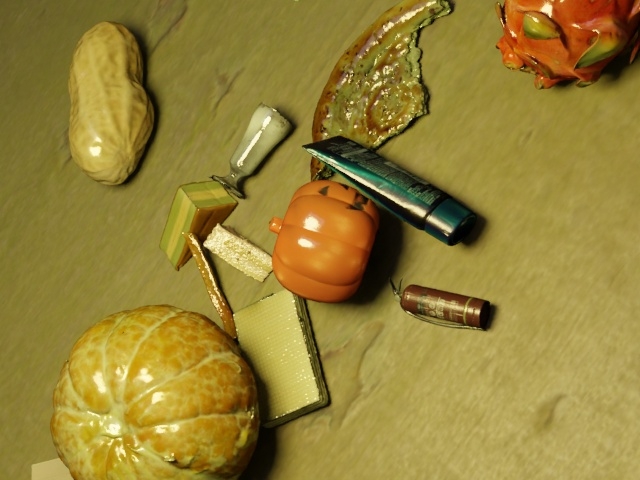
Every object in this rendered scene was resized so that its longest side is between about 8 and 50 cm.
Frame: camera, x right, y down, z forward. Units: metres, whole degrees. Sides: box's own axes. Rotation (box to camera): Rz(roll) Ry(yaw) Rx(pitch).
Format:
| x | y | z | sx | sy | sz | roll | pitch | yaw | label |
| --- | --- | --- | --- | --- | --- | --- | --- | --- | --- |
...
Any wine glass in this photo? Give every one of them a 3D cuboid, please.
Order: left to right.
| x | y | z | sx | sy | sz | roll | pitch | yaw | label |
| --- | --- | --- | --- | --- | --- | --- | --- | --- | --- |
| -0.116 | -0.149 | 2.011 | 0.072 | 0.072 | 0.155 | 35 | 91 | 34 | wine glass |

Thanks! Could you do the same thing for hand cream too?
| x | y | z | sx | sy | sz | roll | pitch | yaw | label |
| --- | --- | --- | --- | --- | --- | --- | --- | --- | --- |
| 0.106 | -0.086 | 1.815 | 0.270 | 0.120 | 0.061 | 35 | 119 | 20 | hand cream |

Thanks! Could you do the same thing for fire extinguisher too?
| x | y | z | sx | sy | sz | roll | pitch | yaw | label |
| --- | --- | --- | --- | --- | --- | --- | --- | --- | --- |
| 0.172 | 0.094 | 1.775 | 0.158 | 0.043 | 0.064 | 11 | 121 | 33 | fire extinguisher |

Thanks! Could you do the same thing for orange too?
| x | y | z | sx | sy | sz | roll | pitch | yaw | label |
| --- | --- | --- | --- | --- | --- | --- | --- | --- | --- |
| -0.250 | 0.257 | 1.817 | 0.329 | 0.249 | 0.329 | 1 | 94 | 19 | orange |

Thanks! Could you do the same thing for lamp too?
| x | y | z | sx | sy | sz | roll | pitch | yaw | label |
| --- | --- | --- | --- | --- | --- | --- | --- | --- | --- |
| 0.000 | 0.000 | 1.815 | 0.164 | 0.187 | 0.187 | 20 | 82 | 3 | lamp |

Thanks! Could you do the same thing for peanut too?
| x | y | z | sx | sy | sz | roll | pitch | yaw | label |
| --- | --- | --- | --- | --- | --- | --- | --- | --- | --- |
| -0.375 | -0.252 | 2.157 | 0.152 | 0.152 | 0.313 | -19 | 61 | 23 | peanut |

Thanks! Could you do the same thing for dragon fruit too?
| x | y | z | sx | sy | sz | roll | pitch | yaw | label |
| --- | --- | --- | --- | --- | --- | --- | --- | --- | --- |
| 0.357 | -0.325 | 1.717 | 0.224 | 0.227 | 0.224 | 3 | 56 | -5 | dragon fruit |

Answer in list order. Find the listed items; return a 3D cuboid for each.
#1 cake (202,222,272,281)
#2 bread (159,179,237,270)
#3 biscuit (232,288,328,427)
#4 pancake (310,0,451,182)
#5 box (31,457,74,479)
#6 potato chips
| x | y | z | sx | sy | sz | roll | pitch | yaw | label |
| --- | --- | --- | --- | --- | --- | --- | --- | --- | --- |
| -0.130 | 0.022 | 1.970 | 0.121 | 0.065 | 0.052 | 35 | 95 | 27 | cake |
| -0.211 | -0.025 | 2.058 | 0.074 | 0.084 | 0.139 | 46 | 129 | 33 | bread |
| -0.062 | 0.181 | 1.882 | 0.121 | 0.040 | 0.199 | -27 | 61 | 24 | biscuit |
| 0.088 | -0.244 | 1.938 | 0.197 | 0.054 | 0.376 | 26 | 88 | 33 | pancake |
| -0.369 | 0.520 | 1.931 | 0.205 | 0.051 | 0.365 | -17 | 65 | 24 | box |
| -0.177 | 0.074 | 1.975 | 0.026 | 0.037 | 0.204 | -27 | 74 | 8 | potato chips |
